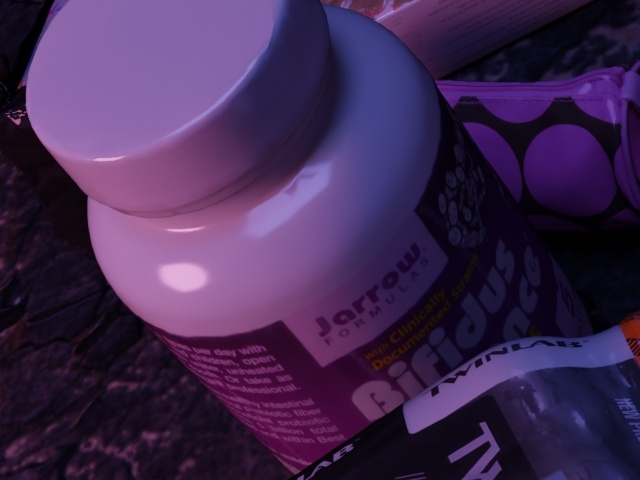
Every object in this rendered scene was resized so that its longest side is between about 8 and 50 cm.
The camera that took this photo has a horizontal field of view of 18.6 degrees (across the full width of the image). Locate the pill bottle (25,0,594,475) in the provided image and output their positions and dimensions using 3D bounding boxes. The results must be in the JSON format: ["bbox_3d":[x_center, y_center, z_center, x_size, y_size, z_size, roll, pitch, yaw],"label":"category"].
[{"bbox_3d":[0.000,0.000,0.892,0.169,0.301,0.169,-18,49,21],"label":"pill bottle"}]

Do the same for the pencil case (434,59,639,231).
[{"bbox_3d":[0.087,-0.053,1.020,0.209,0.098,0.095,1,35,32],"label":"pencil case"}]

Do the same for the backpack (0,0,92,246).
[{"bbox_3d":[-0.111,-0.101,1.173,0.115,0.152,0.182,10,58,20],"label":"backpack"}]

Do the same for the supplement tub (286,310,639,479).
[{"bbox_3d":[0.049,0.179,0.790,0.338,0.207,0.207,-35,45,6],"label":"supplement tub"}]

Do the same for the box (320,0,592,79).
[{"bbox_3d":[0.116,-0.164,1.113,0.324,0.067,0.063,-27,45,14],"label":"box"}]
